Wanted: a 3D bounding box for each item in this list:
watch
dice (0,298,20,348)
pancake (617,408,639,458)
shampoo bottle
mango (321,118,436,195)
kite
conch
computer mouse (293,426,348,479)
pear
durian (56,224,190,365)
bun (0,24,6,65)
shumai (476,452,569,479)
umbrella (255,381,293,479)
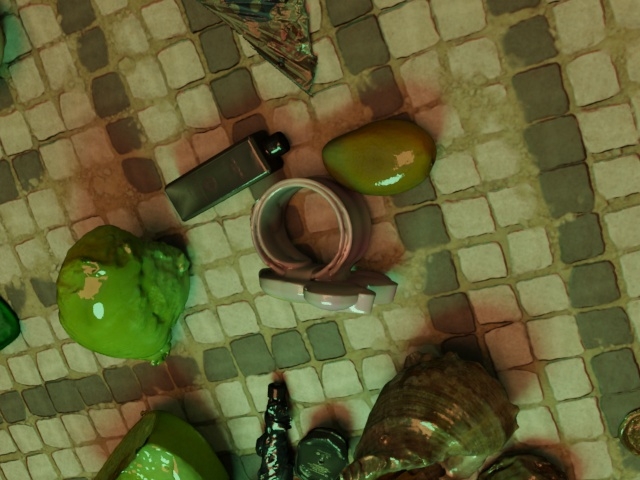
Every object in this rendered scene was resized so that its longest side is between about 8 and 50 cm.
[{"bbox_3d":[0.000,0.000,1.212,0.248,0.211,0.217,7,101,24],"label":"watch"},{"bbox_3d":[-0.759,0.202,1.542,0.120,0.128,0.131,-36,96,26],"label":"dice"},{"bbox_3d":[0.582,0.339,1.225,0.115,0.011,0.115,5,107,15],"label":"pancake"},{"bbox_3d":[-0.164,-0.124,1.274,0.246,0.079,0.080,-27,98,23],"label":"shampoo bottle"},{"bbox_3d":[0.097,-0.140,1.179,0.195,0.092,0.130,7,107,16],"label":"mango"},{"bbox_3d":[-0.068,-0.442,1.177,0.368,0.014,0.406,-2,106,17],"label":"kite"},{"bbox_3d":[0.175,0.342,1.247,0.352,0.210,0.297,-13,127,-10],"label":"conch"},{"bbox_3d":[0.004,0.432,1.411,0.106,0.062,0.192,22,130,7],"label":"computer mouse"},{"bbox_3d":[-0.306,0.539,1.465,0.318,0.238,0.342,38,109,-10],"label":"pear"},{"bbox_3d":[-0.382,0.101,1.331,0.204,0.340,0.256,31,91,27],"label":"durian"},{"bbox_3d":[-0.700,-0.384,1.331,0.231,0.133,0.231,4,114,8],"label":"bun"},{"bbox_3d":[0.358,0.500,1.259,0.166,0.175,0.206,22,116,10],"label":"shumai"},{"bbox_3d":[-0.093,0.395,1.429,0.080,0.071,0.224,2,102,2],"label":"umbrella"}]
